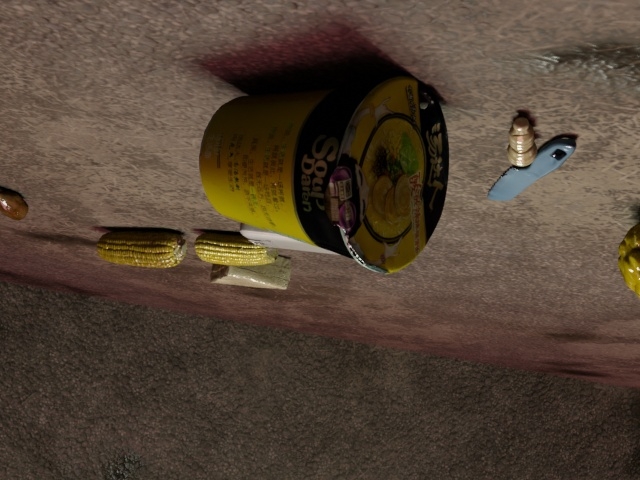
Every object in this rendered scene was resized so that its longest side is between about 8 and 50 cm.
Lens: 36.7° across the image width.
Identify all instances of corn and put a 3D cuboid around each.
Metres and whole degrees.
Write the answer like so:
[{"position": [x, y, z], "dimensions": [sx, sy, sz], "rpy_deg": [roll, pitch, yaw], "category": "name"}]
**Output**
[{"position": [-0.171, 0.018, 1.959], "dimensions": [0.165, 0.063, 0.085], "rpy_deg": [1, 142, 23], "category": "corn"}, {"position": [0.521, 0.048, 1.457], "dimensions": [0.120, 0.120, 0.363], "rpy_deg": [3, 167, 25], "category": "corn"}, {"position": [-0.380, 0.017, 2.062], "dimensions": [0.238, 0.080, 0.080], "rpy_deg": [2, 166, 34], "category": "corn"}]

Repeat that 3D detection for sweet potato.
[{"position": [-0.608, -0.075, 1.869], "dimensions": [0.049, 0.049, 0.117], "rpy_deg": [6, 165, 14], "category": "sweet potato"}]

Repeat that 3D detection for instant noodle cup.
[{"position": [-0.005, -0.080, 1.082], "dimensions": [0.236, 0.215, 0.215], "rpy_deg": [9, 170, 37], "category": "instant noodle cup"}]

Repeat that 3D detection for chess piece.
[{"position": [0.230, -0.117, 1.107], "dimensions": [0.035, 0.035, 0.092], "rpy_deg": [6, 164, 15], "category": "chess piece"}]

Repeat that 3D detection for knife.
[{"position": [0.268, -0.086, 1.265], "dimensions": [0.044, 0.019, 0.313], "rpy_deg": [17, 168, -2], "category": "knife"}]

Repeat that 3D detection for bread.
[{"position": [-0.153, 0.066, 2.123], "dimensions": [0.152, 0.077, 0.105], "rpy_deg": [17, 162, -20], "category": "bread"}]

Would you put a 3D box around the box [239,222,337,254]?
[{"position": [0.000, 0.000, 1.794], "dimensions": [0.285, 0.044, 0.142], "rpy_deg": [6, 170, 12], "category": "box"}]
